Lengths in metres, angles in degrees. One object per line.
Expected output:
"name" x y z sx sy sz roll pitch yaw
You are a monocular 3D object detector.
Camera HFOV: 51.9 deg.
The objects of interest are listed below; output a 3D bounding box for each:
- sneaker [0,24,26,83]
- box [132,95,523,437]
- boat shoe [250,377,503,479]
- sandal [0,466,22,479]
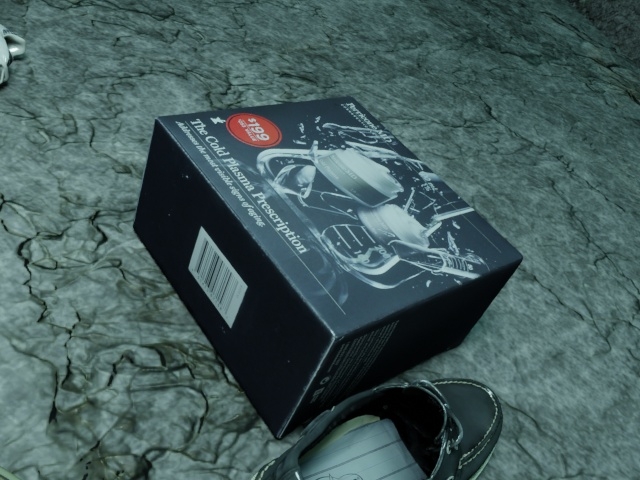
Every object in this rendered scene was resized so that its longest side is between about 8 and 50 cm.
"sneaker" -0.485 -0.244 0.908 0.094 0.090 0.235 20 39 -20
"box" 0.000 0.000 0.798 0.312 0.179 0.343 -16 54 -40
"boat shoe" 0.083 0.199 0.665 0.340 0.113 0.127 -7 48 -33
"sandal" -0.333 0.164 0.516 0.302 0.120 0.086 32 12 7
